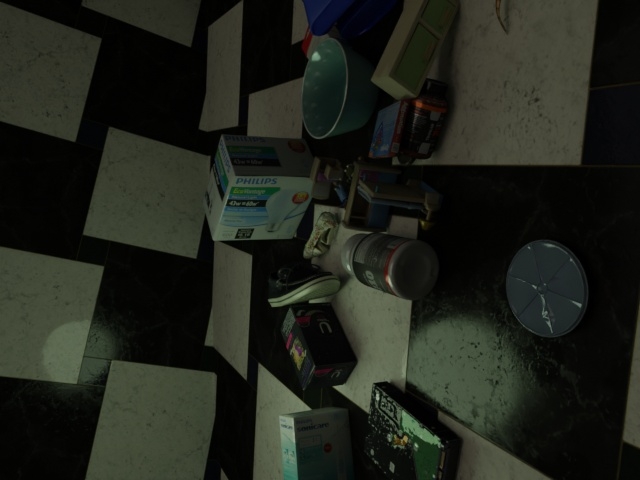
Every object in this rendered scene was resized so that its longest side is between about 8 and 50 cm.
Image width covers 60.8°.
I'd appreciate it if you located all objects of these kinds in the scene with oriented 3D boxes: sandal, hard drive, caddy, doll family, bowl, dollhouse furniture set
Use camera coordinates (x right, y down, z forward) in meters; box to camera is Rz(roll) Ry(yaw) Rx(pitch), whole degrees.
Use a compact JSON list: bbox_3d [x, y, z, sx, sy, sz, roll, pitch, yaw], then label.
[{"bbox_3d":[0.228,-0.317,1.561,0.090,0.060,0.219,-18,74,61],"label":"sandal"},{"bbox_3d":[0.245,0.573,1.525,0.339,0.064,0.236,25,112,61],"label":"hard drive"},{"bbox_3d":[0.082,-0.763,1.653,0.341,0.241,0.179,-22,75,60],"label":"caddy"},{"bbox_3d":[0.110,-0.176,1.782,0.111,0.076,0.193,65,148,32],"label":"doll family"},{"bbox_3d":[0.075,-0.475,1.745,0.312,0.163,0.311,2,93,62],"label":"bowl"},{"bbox_3d":[0.135,-0.084,1.496,0.303,0.287,0.198,-123,41,-64],"label":"dollhouse furniture set"}]

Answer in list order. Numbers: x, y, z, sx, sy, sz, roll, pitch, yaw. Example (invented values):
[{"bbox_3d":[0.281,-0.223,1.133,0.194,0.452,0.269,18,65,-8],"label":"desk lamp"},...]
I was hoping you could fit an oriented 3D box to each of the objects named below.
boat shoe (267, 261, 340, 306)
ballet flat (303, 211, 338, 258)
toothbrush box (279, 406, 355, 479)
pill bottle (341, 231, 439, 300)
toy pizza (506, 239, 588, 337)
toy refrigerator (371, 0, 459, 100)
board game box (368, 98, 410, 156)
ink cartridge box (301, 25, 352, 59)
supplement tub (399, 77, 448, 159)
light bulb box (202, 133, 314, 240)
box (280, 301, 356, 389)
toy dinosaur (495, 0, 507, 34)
[{"bbox_3d":[-0.083,0.155,2.031,0.500,0.187,0.155,158,104,-66],"label":"boat shoe"},{"bbox_3d":[0.000,0.000,1.982,0.077,0.091,0.241,46,137,24],"label":"ballet flat"},{"bbox_3d":[-0.011,0.730,1.851,0.126,0.216,0.295,-25,67,60],"label":"toothbrush box"},{"bbox_3d":[0.185,0.063,1.535,0.283,0.161,0.161,14,103,62],"label":"pill bottle"},{"bbox_3d":[0.469,0.098,1.130,0.201,0.032,0.201,1,92,61],"label":"toy pizza"},{"bbox_3d":[0.242,-0.502,1.382,0.094,0.102,0.269,15,79,62],"label":"toy refrigerator"},{"bbox_3d":[0.187,-0.303,1.522,0.281,0.027,0.145,-125,49,-80],"label":"board game box"},{"bbox_3d":[0.017,-0.688,1.946,0.231,0.078,0.134,64,142,40],"label":"ink cartridge box"},{"bbox_3d":[0.270,-0.320,1.432,0.106,0.106,0.197,51,133,51],"label":"supplement tub"},{"bbox_3d":[-0.237,-0.199,2.132,0.361,0.358,0.225,-62,40,44],"label":"light bulb box"},{"bbox_3d":[-0.013,0.363,1.908,0.270,0.165,0.143,63,142,40],"label":"box"},{"bbox_3d":[0.409,-0.586,1.213,0.112,0.064,0.211,57,139,44],"label":"toy dinosaur"}]
